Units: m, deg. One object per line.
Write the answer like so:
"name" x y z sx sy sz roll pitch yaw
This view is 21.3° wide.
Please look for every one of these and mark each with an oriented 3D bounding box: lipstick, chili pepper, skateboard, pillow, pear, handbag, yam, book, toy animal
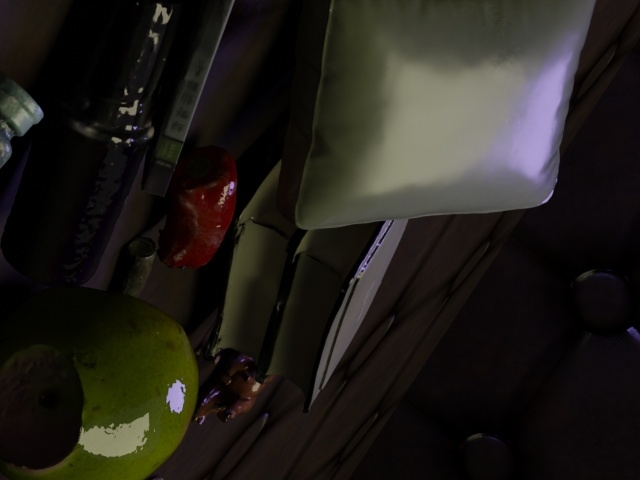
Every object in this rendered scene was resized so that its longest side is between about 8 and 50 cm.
"lipstick" -0.149 -0.100 1.181 0.081 0.081 0.299 -34 152 -57
"chili pepper" -0.111 -0.032 1.544 0.073 0.070 0.123 -35 160 -32
"skateboard" -0.112 0.113 2.052 0.064 0.032 0.083 -66 163 10
"pillow" 0.112 -0.139 1.624 0.322 0.120 0.255 -8 117 -33
"pear" -0.189 0.122 1.414 0.187 0.187 0.220 -56 162 15
"handbag" 0.000 0.000 1.847 0.236 0.160 0.358 -53 170 -27
"yam" -0.181 0.047 1.602 0.033 0.027 0.129 -40 164 -41
"book" -0.083 -0.162 1.201 0.231 0.026 0.157 116 -14 -45
"toy animal" -0.066 0.132 2.174 0.224 0.066 0.230 -55 173 26

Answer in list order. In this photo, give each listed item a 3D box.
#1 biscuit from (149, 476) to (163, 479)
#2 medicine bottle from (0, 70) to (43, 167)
"biscuit" -0.248 0.362 2.270 0.120 0.015 0.120 -51 168 -15
"medicine bottle" -0.253 -0.024 1.070 0.191 0.051 0.051 -51 168 -14
